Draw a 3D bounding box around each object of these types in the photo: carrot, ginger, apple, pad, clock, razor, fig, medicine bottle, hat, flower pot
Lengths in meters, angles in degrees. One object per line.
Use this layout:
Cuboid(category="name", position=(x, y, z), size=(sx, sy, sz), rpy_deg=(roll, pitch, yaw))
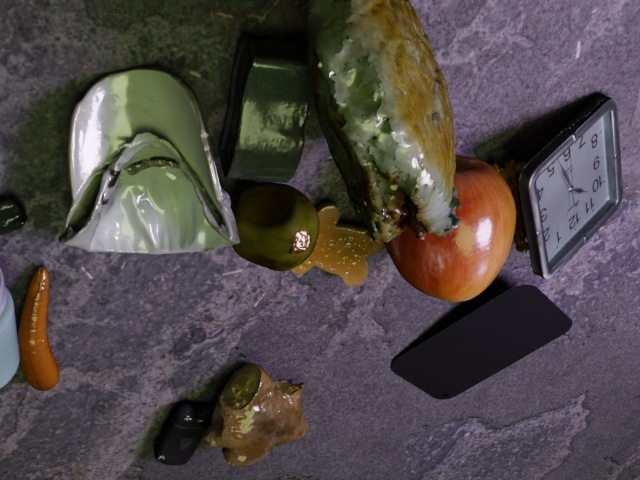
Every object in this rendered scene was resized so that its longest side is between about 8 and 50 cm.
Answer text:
Cuboid(category="carrot", position=(-0.489, 0.163, 1.278), size=(0.066, 0.062, 0.271), rpy_deg=(1, 124, -6))
Cuboid(category="ginger", position=(-0.111, 0.376, 1.545), size=(0.270, 0.123, 0.219), rpy_deg=(40, 83, -38))
Cuboid(category="apple", position=(0.211, -0.022, 1.286), size=(0.242, 0.242, 0.241), rpy_deg=(-6, 115, -17))
Cuboid(category="pad", position=(0.333, 0.201, 1.657), size=(0.375, 0.063, 0.315), rpy_deg=(-35, 132, 21))
Cuboid(category="clock", position=(0.473, -0.100, 1.409), size=(0.273, 0.049, 0.279), rpy_deg=(-40, 132, -21))
Cuboid(category="razor", position=(-0.284, 0.400, 1.544), size=(0.090, 0.054, 0.148), rpy_deg=(16, 117, -30))
Cuboid(category="fig", position=(-0.070, -0.020, 1.209), size=(0.144, 0.165, 0.154), rpy_deg=(-30, 108, -25))
Cuboid(category="medicine bottle", position=(-0.547, 0.133, 1.156), size=(0.139, 0.139, 0.225), rpy_deg=(-3, 138, -20))
Cuboid(category="hat", position=(-0.252, -0.109, 1.129), size=(0.258, 0.168, 0.301), rpy_deg=(-2, 105, 5))
Cuboid(category="flower pot", position=(-0.082, -0.195, 1.133), size=(0.108, 0.103, 0.229), rpy_deg=(2, 126, -22))

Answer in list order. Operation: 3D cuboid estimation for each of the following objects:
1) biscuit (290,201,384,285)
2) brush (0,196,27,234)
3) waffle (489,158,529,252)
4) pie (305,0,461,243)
Cuboid(category="biscuit", position=(0.000, -0.001, 1.355), size=(0.240, 0.035, 0.158), rpy_deg=(20, 116, -25))
Cuboid(category="brush", position=(-0.605, 0.009, 1.123), size=(0.323, 0.051, 0.070), rpy_deg=(-22, 138, -8))
Cuboid(category="waffle", position=(0.354, -0.057, 1.446), size=(0.231, 0.051, 0.229), rpy_deg=(19, 117, -31))
Cuboid(category="pie", position=(0.074, -0.207, 1.017), size=(0.180, 0.395, 0.418), rpy_deg=(-12, 138, 15))
